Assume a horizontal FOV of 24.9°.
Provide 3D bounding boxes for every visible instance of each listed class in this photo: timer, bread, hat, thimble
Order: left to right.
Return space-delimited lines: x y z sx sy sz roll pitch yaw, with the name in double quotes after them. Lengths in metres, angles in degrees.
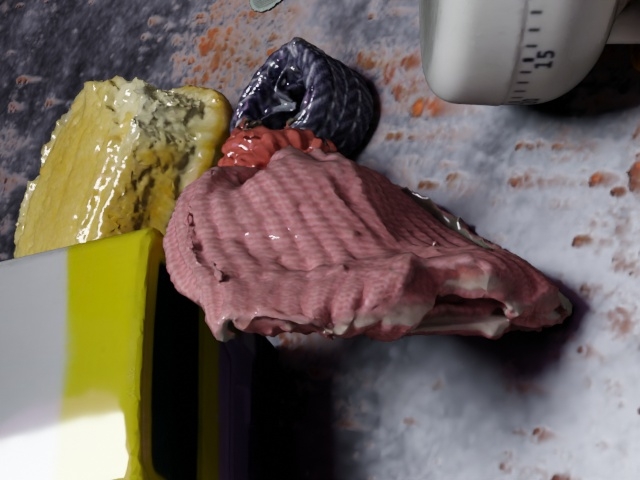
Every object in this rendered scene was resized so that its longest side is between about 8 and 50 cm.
-0.161 -0.020 1.171 0.174 0.121 0.246 9 77 51 "bread"
-0.015 -0.094 1.107 0.104 0.066 0.095 -56 39 11 "thimble"
0.000 0.000 0.946 0.286 0.236 0.107 47 130 54 "hat"
0.095 -0.201 0.909 0.240 0.233 0.234 1 61 -1 "timer"

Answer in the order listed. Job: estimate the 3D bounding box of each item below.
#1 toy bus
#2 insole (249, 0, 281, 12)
-0.270 0.157 1.004 0.439 0.249 0.209 -12 57 17 "toy bus"
-0.038 -0.302 1.297 0.080 0.003 0.232 -18 56 40 "insole"
